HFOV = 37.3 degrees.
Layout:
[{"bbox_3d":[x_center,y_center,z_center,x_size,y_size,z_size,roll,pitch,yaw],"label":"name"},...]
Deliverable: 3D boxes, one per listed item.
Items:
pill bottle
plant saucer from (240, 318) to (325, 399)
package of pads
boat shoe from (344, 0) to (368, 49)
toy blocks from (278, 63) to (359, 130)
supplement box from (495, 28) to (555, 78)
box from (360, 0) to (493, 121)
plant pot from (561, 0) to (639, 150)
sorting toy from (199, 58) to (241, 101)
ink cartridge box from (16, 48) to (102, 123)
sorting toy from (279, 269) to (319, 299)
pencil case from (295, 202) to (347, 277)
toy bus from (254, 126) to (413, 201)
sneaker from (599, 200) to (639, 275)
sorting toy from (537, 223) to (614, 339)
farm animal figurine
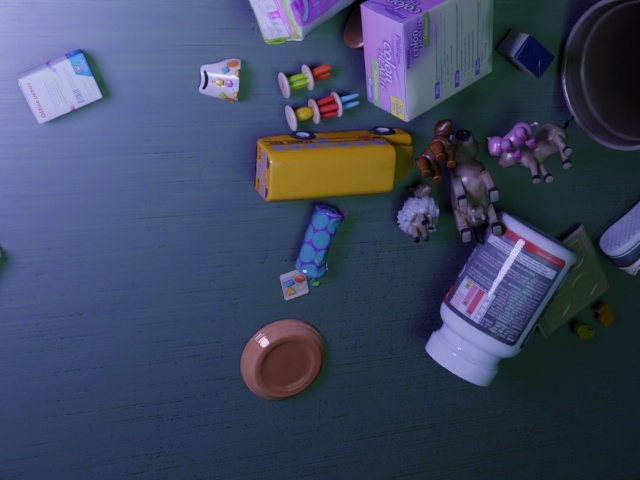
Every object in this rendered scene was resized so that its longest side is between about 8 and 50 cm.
[{"bbox_3d":[0.400,0.134,2.141,0.210,0.210,0.363,24,101,-30],"label":"pill bottle"},{"bbox_3d":[-0.078,0.270,2.098,0.200,0.037,0.200,-9,115,-19],"label":"plant saucer"},{"bbox_3d":[-0.055,-0.518,1.662,0.229,0.101,0.296,-44,125,-38],"label":"package of pads"},{"bbox_3d":[0.127,-0.455,1.844,0.207,0.073,0.073,-51,162,11],"label":"boat shoe"},{"bbox_3d":[0.000,-0.294,1.870,0.148,0.054,0.123,-19,119,-15],"label":"toy blocks"},{"bbox_3d":[0.429,-0.393,1.992,0.083,0.083,0.056,32,97,-31],"label":"supplement box"},{"bbox_3d":[0.209,-0.386,1.822,0.243,0.117,0.213,-33,137,-26],"label":"box"},{"bbox_3d":[0.731,-0.373,2.028,0.280,0.323,0.323,-16,119,-34],"label":"plant pot"},{"bbox_3d":[-0.192,-0.302,1.798,0.075,0.045,0.083,4,112,-4],"label":"sorting toy"},{"bbox_3d":[-0.464,-0.273,1.681,0.122,0.052,0.088,-26,120,-12],"label":"ink cartridge box"},{"bbox_3d":[-0.043,0.091,2.046,0.083,0.012,0.062,-19,118,-14],"label":"sorting toy"},{"bbox_3d":[0.000,0.000,1.994,0.070,0.064,0.151,16,106,-12],"label":"pencil case"},{"bbox_3d":[0.035,-0.154,1.902,0.333,0.130,0.108,-5,114,-21],"label":"toy bus"},{"bbox_3d":[0.836,-0.047,2.300,0.321,0.126,0.127,-39,118,10],"label":"sneaker"},{"bbox_3d":[0.610,0.133,2.336,0.229,0.041,0.307,-39,122,-9],"label":"sorting toy"},{"bbox_3d":[0.342,-0.149,2.017,0.330,0.172,0.326,1,131,-10],"label":"farm animal figurine"}]
